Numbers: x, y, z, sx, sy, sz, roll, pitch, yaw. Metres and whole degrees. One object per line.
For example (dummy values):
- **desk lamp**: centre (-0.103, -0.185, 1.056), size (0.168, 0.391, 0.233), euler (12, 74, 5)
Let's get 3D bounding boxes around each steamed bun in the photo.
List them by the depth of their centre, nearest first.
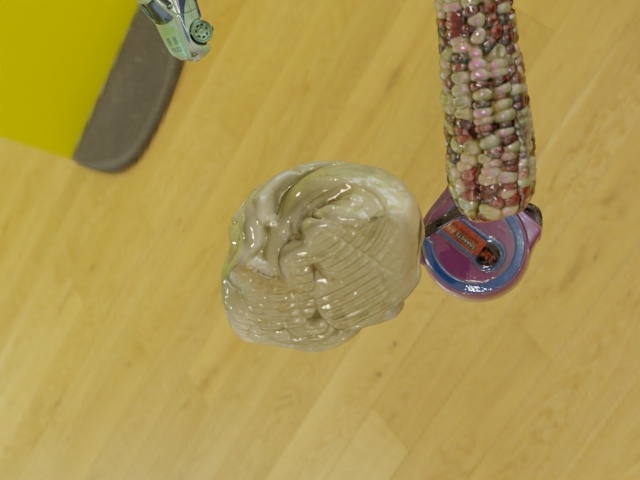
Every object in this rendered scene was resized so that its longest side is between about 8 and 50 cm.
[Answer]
- **steamed bun**: centre (0.003, 0.000, 1.464), size (0.203, 0.275, 0.289), euler (-93, 16, -52)

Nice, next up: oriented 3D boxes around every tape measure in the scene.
- **tape measure**: centre (0.313, -0.001, 2.008), size (0.231, 0.149, 0.245), euler (40, 91, 12)

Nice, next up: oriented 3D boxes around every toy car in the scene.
- **toy car**: centre (-0.222, -0.358, 1.429), size (0.090, 0.076, 0.224), euler (8, 118, 59)

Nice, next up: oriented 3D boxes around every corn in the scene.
- **corn**: centre (0.152, -0.150, 0.972), size (0.092, 0.092, 0.281), euler (10, 119, 47)
